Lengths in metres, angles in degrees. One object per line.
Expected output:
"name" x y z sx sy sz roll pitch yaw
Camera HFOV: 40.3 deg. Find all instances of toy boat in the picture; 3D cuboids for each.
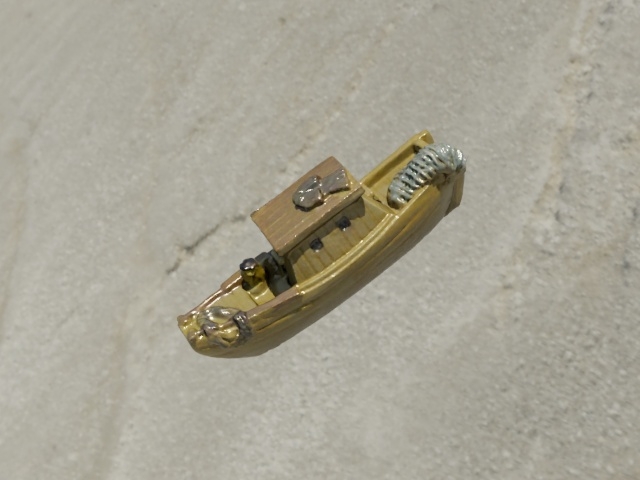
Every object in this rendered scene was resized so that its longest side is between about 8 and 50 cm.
"toy boat" 0.000 0.000 0.847 0.321 0.121 0.089 -36 43 -5
